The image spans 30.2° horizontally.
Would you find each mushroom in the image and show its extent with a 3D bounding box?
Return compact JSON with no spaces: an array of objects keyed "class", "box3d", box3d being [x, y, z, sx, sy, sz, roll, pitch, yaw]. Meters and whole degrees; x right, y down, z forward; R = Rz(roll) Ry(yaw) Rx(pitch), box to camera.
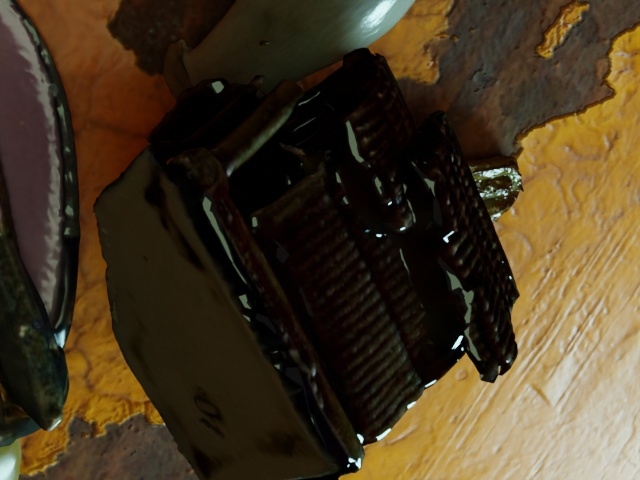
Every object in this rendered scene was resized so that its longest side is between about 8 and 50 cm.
[{"class":"mushroom","box3d":[-0.011,-0.166,0.855,0.116,0.093,0.225,42,109,4]}]

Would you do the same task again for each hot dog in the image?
[{"class":"hot dog","box3d":[0.126,-0.043,0.969,0.083,0.035,0.058,-7,121,-12]}]

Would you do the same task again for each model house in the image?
[{"class":"model house","box3d":[0.000,0.000,0.871,0.282,0.297,0.317,-39,112,-28]}]

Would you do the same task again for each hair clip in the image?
[{"class":"hair clip","box3d":[-0.227,-0.031,0.833,0.110,0.095,0.359,-10,94,1]}]

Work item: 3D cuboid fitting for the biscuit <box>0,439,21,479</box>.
[{"class":"biscuit","box3d":[-0.347,0.125,0.863,0.290,0.062,0.237,3,111,-36]}]
